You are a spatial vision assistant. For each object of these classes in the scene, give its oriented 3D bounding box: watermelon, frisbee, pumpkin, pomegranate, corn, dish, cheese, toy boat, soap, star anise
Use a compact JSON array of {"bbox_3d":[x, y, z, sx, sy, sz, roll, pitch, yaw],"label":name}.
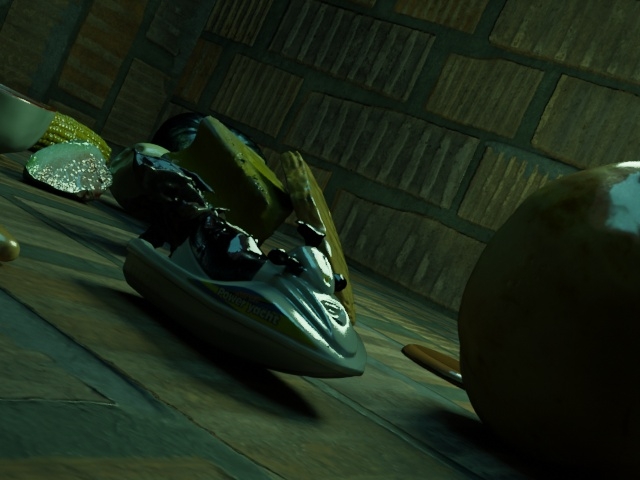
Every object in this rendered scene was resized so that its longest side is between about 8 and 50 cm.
[{"bbox_3d":[-0.415,-0.107,1.446,0.094,0.081,0.180,44,26,26],"label":"watermelon"},{"bbox_3d":[0.251,0.229,1.486,0.250,0.021,0.251,25,0,0],"label":"frisbee"},{"bbox_3d":[-0.277,-0.158,2.194,0.315,0.238,0.315,25,25,-12],"label":"pumpkin"},{"bbox_3d":[0.357,0.086,1.054,0.411,0.411,0.411,25,2,-1],"label":"pomegranate"},{"bbox_3d":[-0.599,-0.238,2.052,0.115,0.115,0.318,26,2,28],"label":"corn"},{"bbox_3d":[-0.587,-0.221,1.519,0.256,0.117,0.256,26,1,-1],"label":"dish"},{"bbox_3d":[-0.293,-0.083,1.671,0.227,0.137,0.064,48,12,-38],"label":"cheese"},{"bbox_3d":[-0.060,0.046,0.828,0.269,0.141,0.140,8,-11,42],"label":"toy boat"},{"bbox_3d":[-0.104,-0.015,1.559,0.304,0.169,0.339,42,8,-43],"label":"soap"},{"bbox_3d":[-0.165,-0.009,1.205,0.212,0.129,0.282,35,-1,42],"label":"star anise"}]

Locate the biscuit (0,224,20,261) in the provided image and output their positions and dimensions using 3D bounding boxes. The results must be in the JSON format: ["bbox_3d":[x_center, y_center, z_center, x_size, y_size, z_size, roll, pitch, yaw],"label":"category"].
[{"bbox_3d":[-0.369,-0.047,0.795,0.160,0.030,0.249,24,2,-37],"label":"biscuit"}]

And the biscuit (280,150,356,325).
[{"bbox_3d":[0.004,-0.001,1.486,0.376,0.051,0.269,-107,178,-57],"label":"biscuit"}]
